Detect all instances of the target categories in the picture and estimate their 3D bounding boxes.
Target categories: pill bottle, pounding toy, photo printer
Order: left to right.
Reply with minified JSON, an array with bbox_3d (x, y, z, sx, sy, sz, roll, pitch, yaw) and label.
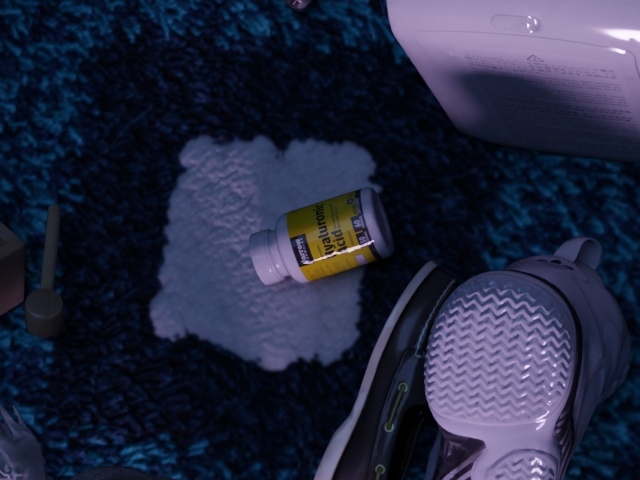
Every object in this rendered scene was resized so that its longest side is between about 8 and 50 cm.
[{"bbox_3d":[-0.311,0.036,1.551,0.206,0.094,0.181,39,52,23],"label":"pounding toy"},{"bbox_3d":[0.000,0.000,1.481,0.116,0.065,0.065,-18,70,13],"label":"pill bottle"},{"bbox_3d":[0.195,-0.157,1.334,0.256,0.307,0.107,9,77,21],"label":"photo printer"}]

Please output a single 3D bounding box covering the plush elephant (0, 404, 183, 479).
[{"bbox_3d":[-0.212,0.298,1.379,0.330,0.255,0.272,46,47,-8],"label":"plush elephant"}]

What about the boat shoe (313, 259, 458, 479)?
[{"bbox_3d":[0.069,0.130,1.416,0.069,0.081,0.227,24,90,19],"label":"boat shoe"}]

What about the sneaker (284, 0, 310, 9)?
[{"bbox_3d":[-0.054,-0.250,1.589,0.057,0.047,0.119,-47,63,21],"label":"sneaker"}]

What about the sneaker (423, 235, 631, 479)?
[{"bbox_3d":[0.154,0.171,1.349,0.137,0.210,0.366,18,115,22],"label":"sneaker"}]
